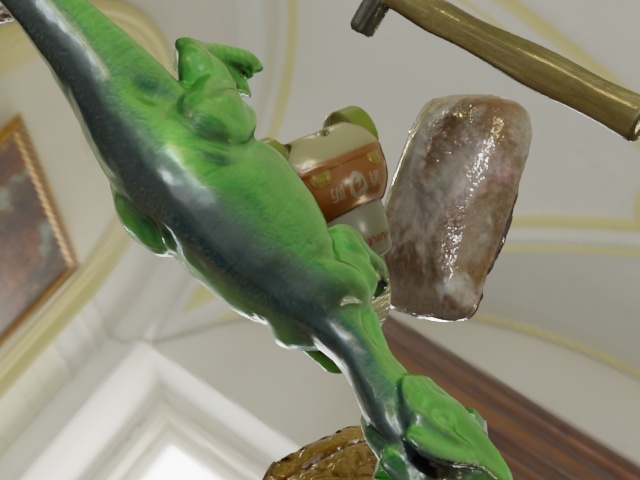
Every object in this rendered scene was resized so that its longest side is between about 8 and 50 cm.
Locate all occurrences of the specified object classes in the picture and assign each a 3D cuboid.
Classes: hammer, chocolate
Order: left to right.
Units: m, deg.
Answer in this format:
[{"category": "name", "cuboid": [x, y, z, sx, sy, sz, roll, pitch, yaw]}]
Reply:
[{"category": "chocolate", "cuboid": [0.151, -0.053, 1.387, 0.185, 0.303, 0.100, 9, -11, 47]}, {"category": "hammer", "cuboid": [0.087, -0.099, 0.536, 0.013, 0.062, 0.199, 21, 14, -44]}]

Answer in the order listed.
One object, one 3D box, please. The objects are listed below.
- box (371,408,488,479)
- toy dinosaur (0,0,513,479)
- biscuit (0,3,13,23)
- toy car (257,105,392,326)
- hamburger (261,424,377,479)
[{"category": "box", "cuboid": [0.110, 0.296, 0.987, 0.103, 0.180, 0.250, -7, -77, 11]}, {"category": "toy dinosaur", "cuboid": [-0.107, -0.031, 0.678, 0.500, 0.144, 0.374, 32, 20, -39]}, {"category": "biscuit", "cuboid": [-0.344, -0.327, 1.120, 0.038, 0.305, 0.305, 57, -19, 20]}, {"category": "toy car", "cuboid": [0.000, 0.000, 1.122, 0.235, 0.145, 0.235, 34, -44, 40]}, {"category": "hamburger", "cuboid": [0.021, 0.306, 1.261, 0.206, 0.183, 0.130, -121, -171, -48]}]
